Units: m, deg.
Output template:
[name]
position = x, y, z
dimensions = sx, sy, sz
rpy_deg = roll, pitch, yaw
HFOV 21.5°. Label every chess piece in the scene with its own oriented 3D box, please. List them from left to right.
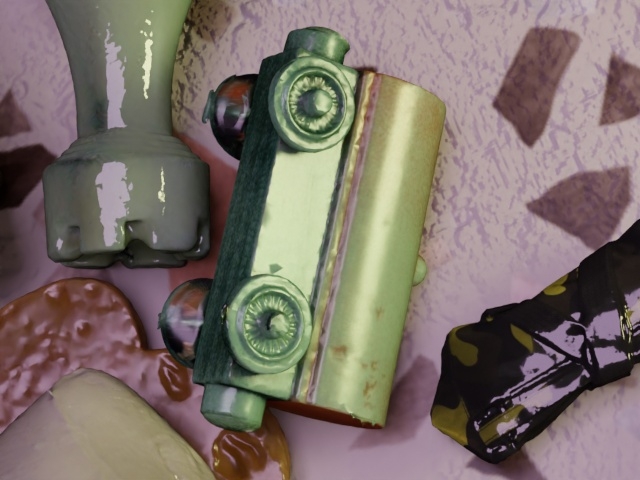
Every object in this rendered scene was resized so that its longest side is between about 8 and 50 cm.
[chess piece]
position = -0.145, -0.133, 1.237
dimensions = 0.194, 0.194, 0.299
rpy_deg = -5, 82, 15

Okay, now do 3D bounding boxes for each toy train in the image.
[toy train]
position = 0.000, 0.000, 1.170
dimensions = 0.116, 0.177, 0.286
rpy_deg = -10, 66, 57

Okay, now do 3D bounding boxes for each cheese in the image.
[cheese]
position = -0.156, 0.203, 1.100
dimensions = 0.189, 0.154, 0.198
rpy_deg = -42, 72, 3

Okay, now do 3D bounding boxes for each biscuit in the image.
[biscuit]
position = -0.142, 0.203, 1.201
dimensions = 0.269, 0.051, 0.376
rpy_deg = -26, 71, 5

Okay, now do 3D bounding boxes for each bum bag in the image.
[bum bag]
position = 0.176, 0.066, 1.145
dimensions = 0.232, 0.060, 0.107
rpy_deg = -28, 60, 5

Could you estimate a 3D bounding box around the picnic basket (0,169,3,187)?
[picnic basket]
position = -0.374, -0.059, 1.170
dimensions = 0.254, 0.321, 0.291
rpy_deg = -26, 106, 5
